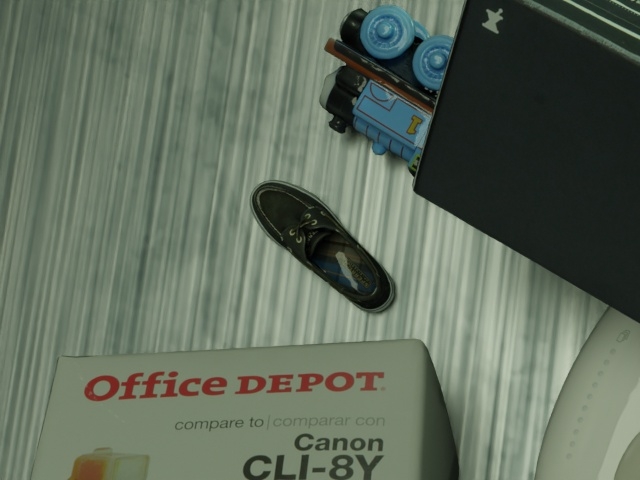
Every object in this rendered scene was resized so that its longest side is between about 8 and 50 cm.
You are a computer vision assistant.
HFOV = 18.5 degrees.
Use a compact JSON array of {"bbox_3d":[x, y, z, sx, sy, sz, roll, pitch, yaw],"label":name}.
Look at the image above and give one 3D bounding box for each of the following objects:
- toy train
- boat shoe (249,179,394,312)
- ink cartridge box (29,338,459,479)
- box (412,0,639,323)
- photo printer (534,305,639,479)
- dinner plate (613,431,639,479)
[{"bbox_3d":[0.080,-0.102,1.484,0.184,0.080,0.105,32,94,17],"label":"toy train"},{"bbox_3d":[0.000,0.000,1.500,0.142,0.040,0.049,40,90,17],"label":"boat shoe"},{"bbox_3d":[-0.063,0.262,1.314,0.279,0.160,0.384,-3,48,11],"label":"ink cartridge box"},{"bbox_3d":[0.269,-0.082,1.294,0.296,0.294,0.182,32,128,22],"label":"box"},{"bbox_3d":[0.318,0.147,1.362,0.308,0.107,0.256,31,87,17],"label":"photo printer"},{"bbox_3d":[0.264,0.176,1.306,0.141,0.017,0.141,-2,80,13],"label":"dinner plate"}]
